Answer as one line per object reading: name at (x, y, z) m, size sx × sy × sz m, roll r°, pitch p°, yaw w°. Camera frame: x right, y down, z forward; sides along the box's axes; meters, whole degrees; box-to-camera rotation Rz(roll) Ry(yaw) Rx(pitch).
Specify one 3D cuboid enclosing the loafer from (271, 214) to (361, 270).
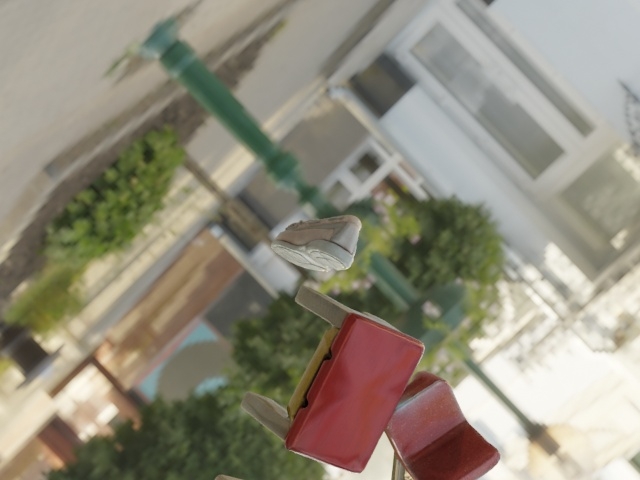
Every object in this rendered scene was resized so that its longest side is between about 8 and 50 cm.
loafer at (0.000, 0.000, 1.136) m, size 0.039 × 0.045 × 0.125 m, roll -61°, pitch -159°, yaw -11°

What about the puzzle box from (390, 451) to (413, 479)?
puzzle box at (0.117, 0.376, 1.634) m, size 0.409 × 0.052 × 0.272 m, roll -113°, pitch -151°, yaw -86°

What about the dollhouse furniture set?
dollhouse furniture set at (0.015, 0.248, 0.963) m, size 0.374 × 0.201 × 0.152 m, roll -63°, pitch -150°, yaw 5°
